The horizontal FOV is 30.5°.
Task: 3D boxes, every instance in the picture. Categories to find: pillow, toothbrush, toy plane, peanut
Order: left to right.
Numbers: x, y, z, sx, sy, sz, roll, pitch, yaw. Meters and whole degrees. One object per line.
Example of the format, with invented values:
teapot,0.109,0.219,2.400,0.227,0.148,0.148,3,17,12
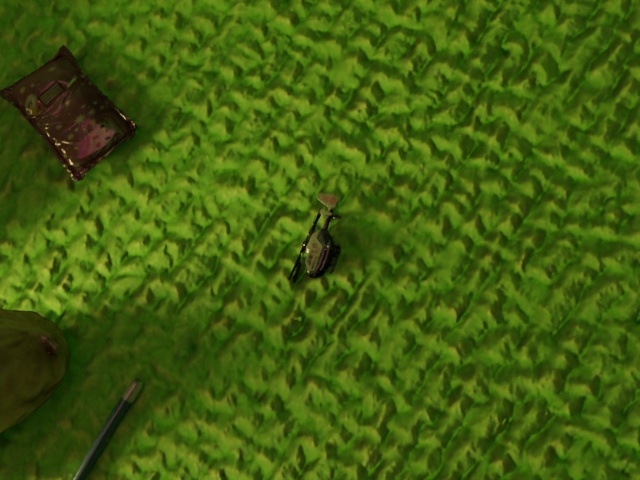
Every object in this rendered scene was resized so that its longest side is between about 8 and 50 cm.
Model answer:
peanut,-0.458,0.196,1.483,0.291,0.159,0.143,-41,45,6
pillow,-0.338,-0.173,1.582,0.118,0.043,0.185,-41,74,-1
toothbrush,-0.303,0.293,1.487,0.025,0.019,0.276,30,89,28
toy plane,0.000,0.000,1.450,0.049,0.031,0.121,18,87,28
